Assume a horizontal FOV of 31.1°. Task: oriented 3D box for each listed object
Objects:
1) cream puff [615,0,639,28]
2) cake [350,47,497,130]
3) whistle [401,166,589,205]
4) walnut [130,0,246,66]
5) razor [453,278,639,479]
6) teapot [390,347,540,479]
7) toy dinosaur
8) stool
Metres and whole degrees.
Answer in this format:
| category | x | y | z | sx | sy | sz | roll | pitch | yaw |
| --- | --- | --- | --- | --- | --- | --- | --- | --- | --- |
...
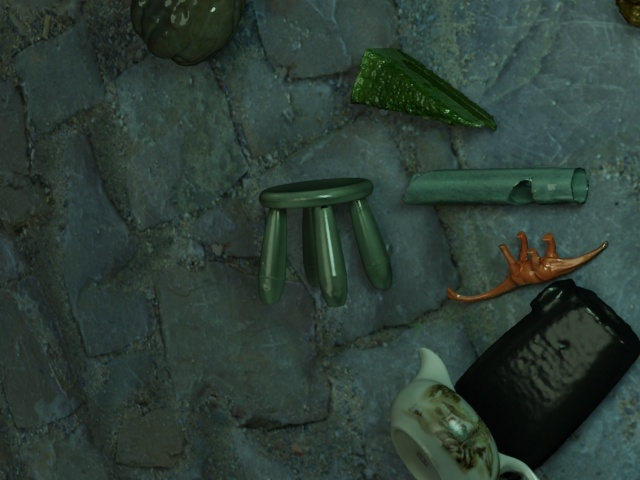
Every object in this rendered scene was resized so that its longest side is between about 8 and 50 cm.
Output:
| category | x | y | z | sx | sy | sz | roll | pitch | yaw |
| --- | --- | --- | --- | --- | --- | --- | --- | --- | --- |
| cream puff | 0.463 | -0.357 | 1.611 | 0.094 | 0.122 | 0.116 | 10 | 64 | 28 |
| cake | 0.172 | -0.244 | 1.845 | 0.235 | 0.100 | 0.099 | 19 | 108 | 34 |
| whistle | 0.270 | -0.085 | 1.822 | 0.312 | 0.062 | 0.062 | 2 | 98 | 37 |
| walnut | -0.235 | -0.428 | 2.071 | 0.224 | 0.224 | 0.224 | 7 | 101 | 36 |
| razor | 0.339 | 0.218 | 1.788 | 0.189 | 0.107 | 0.327 | 48 | 121 | 20 |
| teapot | 0.206 | 0.311 | 1.764 | 0.298 | 0.139 | 0.204 | 53 | 158 | 11 |
| toy dinosaur | 0.316 | 0.041 | 1.808 | 0.279 | 0.055 | 0.101 | -9 | 114 | 35 |
| stool | 0.000 | 0.000 | 1.961 | 0.195 | 0.195 | 0.198 | 3 | 103 | 36 |
